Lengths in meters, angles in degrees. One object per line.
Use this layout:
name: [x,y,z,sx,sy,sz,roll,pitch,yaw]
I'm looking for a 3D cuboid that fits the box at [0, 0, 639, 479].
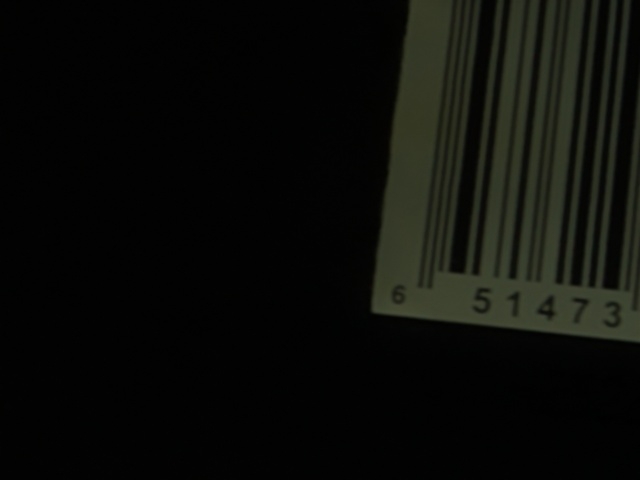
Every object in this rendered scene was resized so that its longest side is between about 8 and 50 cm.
box: [0.113,0.030,0.772,0.480,0.297,0.472,6,166,7]
